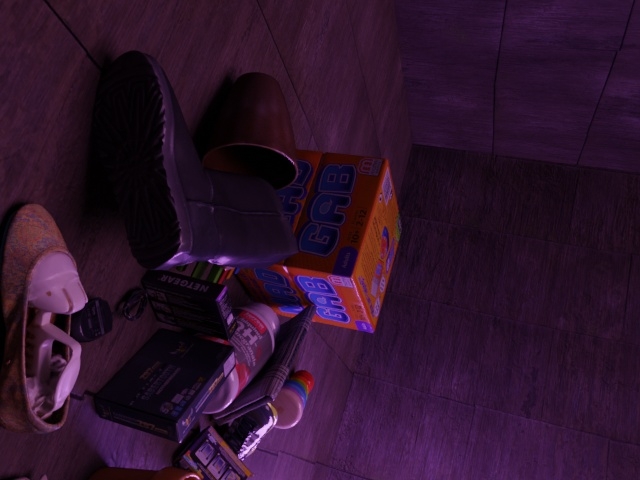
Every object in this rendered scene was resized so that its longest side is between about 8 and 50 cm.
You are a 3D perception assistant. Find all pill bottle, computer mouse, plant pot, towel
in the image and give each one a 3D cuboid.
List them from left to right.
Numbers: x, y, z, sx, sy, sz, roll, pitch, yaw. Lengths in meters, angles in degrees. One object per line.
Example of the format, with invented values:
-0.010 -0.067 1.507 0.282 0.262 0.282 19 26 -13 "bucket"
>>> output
-0.390 0.132 1.106 0.242 0.041 0.071 -24 106 -76 "computer mouse"
-0.360 0.527 1.164 0.205 0.187 0.205 11 90 -72 "plant pot"
-0.220 0.269 1.483 0.318 0.176 0.176 -40 138 -65 "pill bottle"
-0.153 -0.261 1.386 0.215 0.215 0.231 63 26 -63 "plant pot"
-0.159 0.336 1.634 0.324 0.056 0.312 -39 -163 45 "towel"

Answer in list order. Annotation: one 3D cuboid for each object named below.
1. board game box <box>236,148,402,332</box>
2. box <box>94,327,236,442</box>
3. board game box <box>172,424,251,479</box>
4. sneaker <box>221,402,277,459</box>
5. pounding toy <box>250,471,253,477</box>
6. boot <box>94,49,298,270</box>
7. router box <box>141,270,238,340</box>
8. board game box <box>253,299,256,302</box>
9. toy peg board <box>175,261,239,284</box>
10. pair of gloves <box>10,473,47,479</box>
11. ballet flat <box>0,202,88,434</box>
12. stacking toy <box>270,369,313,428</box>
0.000 0.000 1.686 0.356 0.356 0.356 67 37 -57 "board game box"
-0.303 0.281 1.209 0.233 0.183 0.059 -52 147 -55 "box"
-0.274 0.581 1.534 0.048 0.170 0.141 -40 180 25 "board game box"
-0.213 0.542 1.679 0.121 0.111 0.300 -39 158 -54 "sneaker"
-0.254 0.696 1.592 0.154 0.154 0.270 -60 127 -74 "pounding toy"
-0.207 -0.124 1.157 0.445 0.146 0.367 1 79 -66 "boot"
-0.267 0.132 1.239 0.133 0.178 0.046 84 26 -44 "router box"
-0.174 0.189 1.847 0.090 0.020 0.090 -60 152 -48 "board game box"
-0.249 0.036 1.311 0.079 0.161 0.160 -60 168 11 "toy peg board"
-0.506 0.491 0.923 0.204 0.042 0.240 -19 120 -75 "pair of gloves"
-0.407 0.123 0.897 0.123 0.123 0.349 -11 110 -72 "ballet flat"
-0.099 0.542 2.152 0.330 0.141 0.141 -31 129 -77 "stacking toy"
